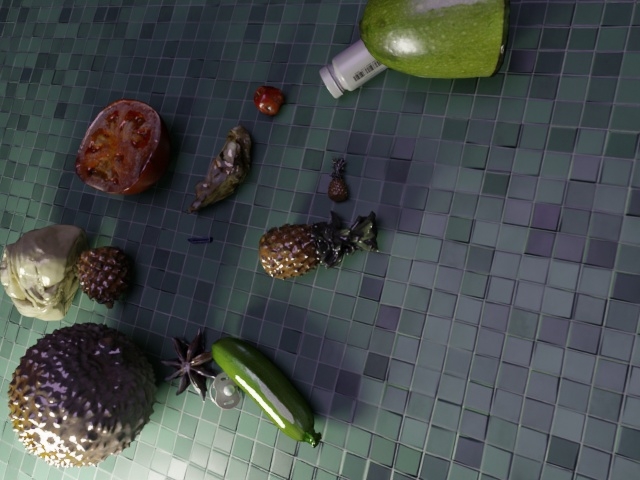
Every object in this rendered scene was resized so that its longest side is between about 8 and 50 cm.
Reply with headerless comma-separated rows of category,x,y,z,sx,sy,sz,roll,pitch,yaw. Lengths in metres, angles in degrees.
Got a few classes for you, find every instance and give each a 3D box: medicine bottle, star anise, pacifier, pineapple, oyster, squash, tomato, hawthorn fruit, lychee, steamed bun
medicine bottle,0.097,-0.471,1.416,0.186,0.103,0.103,-30,70,16
star anise,-0.359,0.347,1.488,0.204,0.061,0.181,35,88,23
pacifier,-0.255,0.406,1.421,0.081,0.078,0.099,-5,76,-22
pineapple,0.000,0.000,1.363,0.310,0.141,0.170,-14,50,13
oyster,-0.295,-0.192,1.557,0.294,0.094,0.166,-45,48,21
squash,-0.140,0.378,1.364,0.395,0.107,0.107,39,97,25
tomato,-0.594,-0.278,1.661,0.338,0.143,0.338,-6,73,21
hawthorn fruit,-0.152,-0.409,1.521,0.093,0.093,0.093,-4,79,23
lychee,-0.651,0.427,1.440,0.380,0.380,0.432,44,111,24
squash,0.244,-0.518,1.215,0.309,0.310,0.310,-6,77,4
pineapple,0.047,-0.167,1.418,0.058,0.058,0.124,-8,63,22
steamed bun,-0.871,0.091,1.648,0.203,0.289,0.276,19,48,-8
pineapple,-0.661,0.115,1.616,0.166,0.166,0.193,-14,84,21

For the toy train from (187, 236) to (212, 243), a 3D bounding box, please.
toy train,-0.363,0.000,1.578,0.083,0.017,0.017,-4,86,23
